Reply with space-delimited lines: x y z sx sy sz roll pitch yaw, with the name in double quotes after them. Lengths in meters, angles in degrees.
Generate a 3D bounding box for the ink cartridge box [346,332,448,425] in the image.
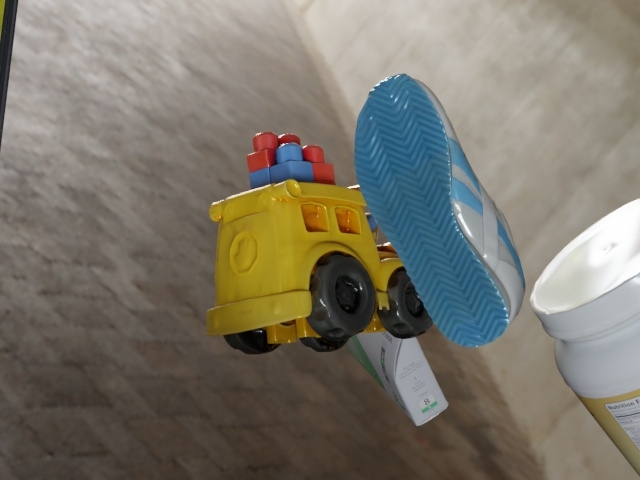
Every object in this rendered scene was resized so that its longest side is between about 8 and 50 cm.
0.057 0.092 1.513 0.181 0.056 0.224 46 -12 53 "ink cartridge box"

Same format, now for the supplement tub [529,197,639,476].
0.378 0.127 1.266 0.316 0.228 0.228 51 11 -11 "supplement tub"

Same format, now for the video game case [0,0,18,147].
-0.347 -0.148 0.906 0.248 0.274 0.035 8 -14 -18 "video game case"

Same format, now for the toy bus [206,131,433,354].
0.000 0.000 1.227 0.220 0.149 0.211 5 74 -45 "toy bus"

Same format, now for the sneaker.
0.099 -0.029 1.050 0.092 0.087 0.228 -31 101 -63 "sneaker"
